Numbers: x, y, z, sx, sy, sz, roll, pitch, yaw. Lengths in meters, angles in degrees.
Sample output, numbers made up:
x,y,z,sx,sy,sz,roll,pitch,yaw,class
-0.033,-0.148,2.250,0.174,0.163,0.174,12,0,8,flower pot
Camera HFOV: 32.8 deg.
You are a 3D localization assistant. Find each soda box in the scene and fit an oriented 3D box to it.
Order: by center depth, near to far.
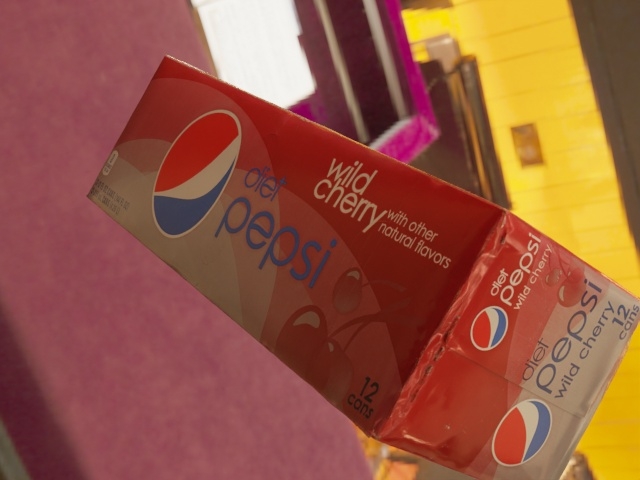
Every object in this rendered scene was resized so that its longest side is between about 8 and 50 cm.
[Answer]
x,y,z,sx,sy,sz,roll,pitch,yaw,class
0.000,0.000,0.451,0.092,0.263,0.083,28,92,-37,soda box
